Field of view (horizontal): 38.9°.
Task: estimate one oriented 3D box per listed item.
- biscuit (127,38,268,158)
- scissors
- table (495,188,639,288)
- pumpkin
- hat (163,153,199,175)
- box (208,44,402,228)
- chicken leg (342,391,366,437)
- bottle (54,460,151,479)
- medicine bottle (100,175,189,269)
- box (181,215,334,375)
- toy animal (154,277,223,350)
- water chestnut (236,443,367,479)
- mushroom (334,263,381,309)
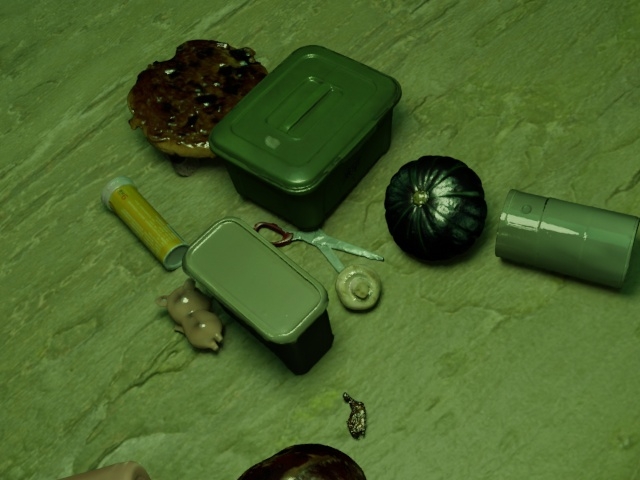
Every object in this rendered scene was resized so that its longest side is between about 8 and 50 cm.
[{"bbox_3d":[-0.244,-0.286,1.861,0.289,0.081,0.334,7,50,5],"label":"biscuit"},{"bbox_3d":[0.000,0.000,1.702,0.247,0.017,0.144,35,71,25],"label":"scissors"},{"bbox_3d":[0.423,-0.004,1.556,0.220,0.126,0.126,14,63,19],"label":"table"},{"bbox_3d":[0.203,-0.058,1.618,0.194,0.150,0.194,-12,52,16],"label":"pumpkin"},{"bbox_3d":[-0.289,-0.168,1.851,0.058,0.042,0.087,-42,94,-20],"label":"hat"},{"bbox_3d":[-0.024,-0.193,1.719,0.252,0.178,0.329,31,61,24],"label":"box"},{"bbox_3d":[0.059,0.289,1.510,0.036,0.021,0.083,-17,56,12],"label":"chicken leg"},{"bbox_3d":[-0.406,0.473,1.398,0.296,0.173,0.206,-14,59,2],"label":"bottle"},{"bbox_3d":[-0.339,-0.035,1.757,0.074,0.074,0.218,-39,61,-13],"label":"medicine bottle"},{"bbox_3d":[-0.102,0.101,1.562,0.138,0.178,0.274,-43,60,-16],"label":"box"},{"bbox_3d":[-0.223,0.135,1.623,0.083,0.089,0.150,-37,68,-16],"label":"toy animal"},{"bbox_3d":[-0.036,0.411,1.356,0.224,0.224,0.238,-51,20,-20],"label":"water chestnut"},{"bbox_3d":[0.068,0.083,1.601,0.083,0.067,0.084,-1,94,-12],"label":"mushroom"}]
